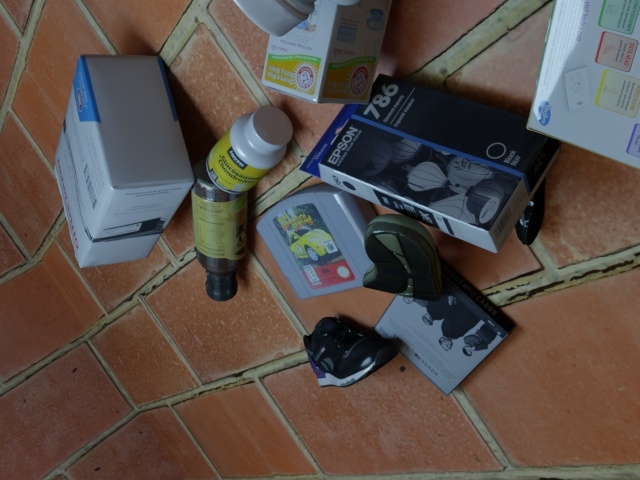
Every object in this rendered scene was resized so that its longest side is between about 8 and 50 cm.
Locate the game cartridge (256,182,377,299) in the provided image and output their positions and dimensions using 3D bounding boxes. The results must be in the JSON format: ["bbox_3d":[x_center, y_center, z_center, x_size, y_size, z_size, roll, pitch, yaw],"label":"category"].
[{"bbox_3d":[0.000,0.000,1.270,0.294,0.060,0.196,-20,99,54],"label":"game cartridge"}]

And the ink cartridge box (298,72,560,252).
[{"bbox_3d":[0.122,-0.119,0.929,0.333,0.165,0.065,24,165,35],"label":"ink cartridge box"}]

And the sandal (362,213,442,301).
[{"bbox_3d":[0.126,0.020,1.019,0.120,0.086,0.302,13,160,8],"label":"sandal"}]

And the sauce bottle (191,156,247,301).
[{"bbox_3d":[-0.205,-0.013,1.444,0.111,0.111,0.344,35,142,25],"label":"sauce bottle"}]

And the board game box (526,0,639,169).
[{"bbox_3d":[0.377,-0.169,0.684,0.317,0.064,0.242,30,138,30],"label":"board game box"}]

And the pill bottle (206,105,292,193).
[{"bbox_3d":[-0.122,-0.159,1.230,0.103,0.103,0.184,55,145,-1],"label":"pill bottle"}]

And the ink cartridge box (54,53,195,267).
[{"bbox_3d":[-0.419,-0.149,1.452,0.395,0.166,0.285,-42,62,55],"label":"ink cartridge box"}]

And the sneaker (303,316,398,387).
[{"bbox_3d":[0.036,0.203,1.336,0.124,0.107,0.283,61,152,2],"label":"sneaker"}]

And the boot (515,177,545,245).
[{"bbox_3d":[0.245,-0.060,0.943,0.099,0.045,0.121,18,124,36],"label":"boot"}]

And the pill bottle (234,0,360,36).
[{"bbox_3d":[0.041,-0.354,0.707,0.319,0.176,0.176,-33,93,23],"label":"pill bottle"}]

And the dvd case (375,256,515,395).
[{"bbox_3d":[0.198,0.145,1.181,0.179,0.030,0.238,43,144,15],"label":"dvd case"}]

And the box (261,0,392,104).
[{"bbox_3d":[0.013,-0.284,0.907,0.103,0.114,0.203,26,112,34],"label":"box"}]
